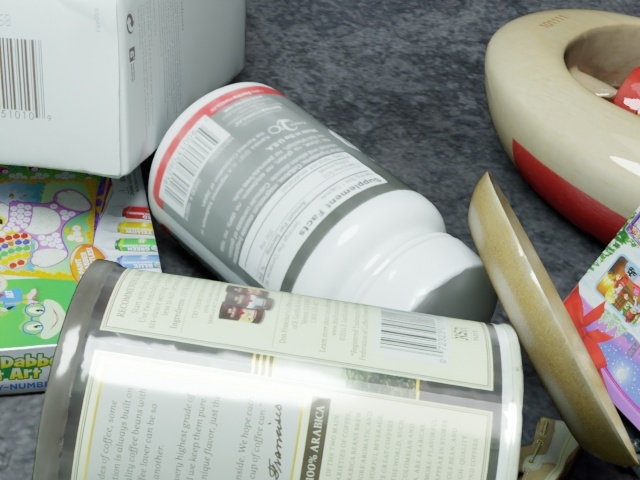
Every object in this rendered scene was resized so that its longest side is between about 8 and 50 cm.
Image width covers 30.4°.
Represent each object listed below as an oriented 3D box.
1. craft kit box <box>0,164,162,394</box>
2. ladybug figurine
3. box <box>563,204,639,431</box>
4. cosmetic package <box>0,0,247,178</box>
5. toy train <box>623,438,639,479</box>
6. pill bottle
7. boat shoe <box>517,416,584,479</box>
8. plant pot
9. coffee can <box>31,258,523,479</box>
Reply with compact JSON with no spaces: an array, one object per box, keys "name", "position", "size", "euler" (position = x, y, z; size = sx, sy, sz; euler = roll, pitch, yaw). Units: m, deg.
[{"name":"craft kit box","position":[-0.259,0.024,0.981],"size":[0.247,0.061,0.249],"euler":[-6,39,-14]},{"name":"ladybug figurine","position":[0.352,-0.076,1.141],"size":[0.449,0.161,0.305],"euler":[35,44,30]},{"name":"box","position":[0.329,0.087,0.896],"size":[0.057,0.201,0.293],"euler":[17,25,-45]},{"name":"cosmetic package","position":[-0.215,-0.193,1.095],"size":[0.217,0.156,0.385],"euler":[6,21,12]},{"name":"toy train","position":[0.276,0.207,0.875],"size":[0.036,0.027,0.158],"euler":[2,35,-29]},{"name":"pill bottle","position":[0.000,0.000,0.974],"size":[0.161,0.161,0.283],"euler":[-24,49,-35]},{"name":"boat shoe","position":[0.158,0.176,0.876],"size":[0.045,0.050,0.135],"euler":[22,29,22]},{"name":"plant pot","position":[0.164,0.061,0.860],"size":[0.032,0.236,0.236],"euler":[-28,39,11]},{"name":"coffee can","position":[-0.026,0.132,0.765],"size":[0.276,0.201,0.201],"euler":[9,38,0]}]
